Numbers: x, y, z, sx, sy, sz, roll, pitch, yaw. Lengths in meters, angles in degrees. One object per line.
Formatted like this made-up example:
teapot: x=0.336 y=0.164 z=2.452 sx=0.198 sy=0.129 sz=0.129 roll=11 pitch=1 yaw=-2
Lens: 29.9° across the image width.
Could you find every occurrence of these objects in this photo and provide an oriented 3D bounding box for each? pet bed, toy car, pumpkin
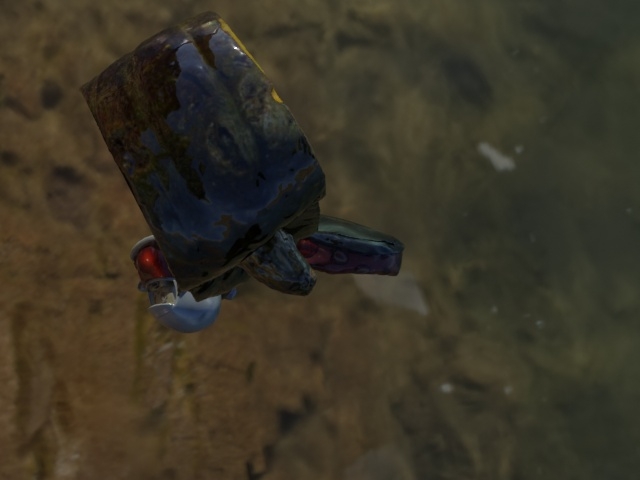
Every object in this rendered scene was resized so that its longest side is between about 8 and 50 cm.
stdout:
pet bed: x=0.000 y=0.000 z=1.442 sx=0.201 sy=0.201 sz=0.053 roll=10 pitch=99 yaw=-29
toy car: x=-0.155 y=0.056 z=1.431 sx=0.139 sy=0.112 sz=0.112 roll=16 pitch=64 yaw=-34
pumpkin: x=-0.082 y=-0.044 z=0.964 sx=0.139 sy=0.317 sz=0.221 roll=-28 pitch=86 yaw=-9
